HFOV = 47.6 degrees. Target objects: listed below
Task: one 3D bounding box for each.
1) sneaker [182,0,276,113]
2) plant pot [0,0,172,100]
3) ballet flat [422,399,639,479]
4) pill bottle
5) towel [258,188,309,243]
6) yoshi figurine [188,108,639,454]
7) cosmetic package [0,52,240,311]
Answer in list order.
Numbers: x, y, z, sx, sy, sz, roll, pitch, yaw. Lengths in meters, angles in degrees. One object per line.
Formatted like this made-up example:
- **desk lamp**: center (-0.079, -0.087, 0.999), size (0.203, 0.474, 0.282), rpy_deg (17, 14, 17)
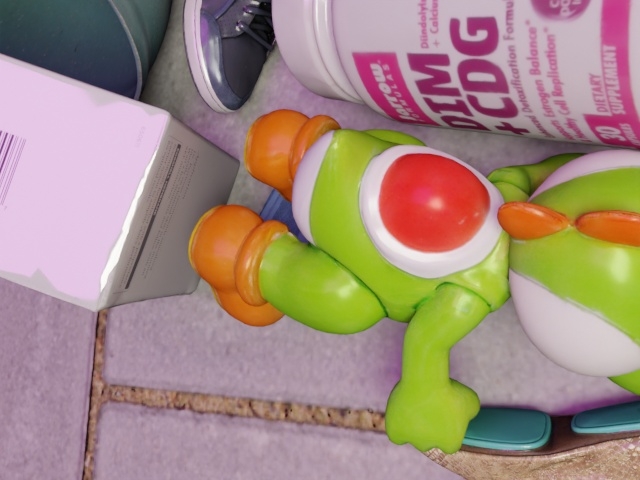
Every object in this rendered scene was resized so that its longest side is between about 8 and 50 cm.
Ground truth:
- **sneaker**: center (-0.022, -0.218, 0.605), size (0.163, 0.086, 0.226), rpy_deg (6, 83, 31)
- **plant pot**: center (-0.253, -0.271, 0.651), size (0.293, 0.293, 0.196), rpy_deg (5, 57, 29)
- **ballet flat**: center (0.156, 0.142, 0.463), size (0.206, 0.073, 0.067), rpy_deg (-10, 96, 30)
- **pill bottle**: center (0.110, -0.148, 0.458), size (0.283, 0.160, 0.160), rpy_deg (16, 89, 45)
- **towel**: center (0.000, 0.000, 0.589), size (0.119, 0.029, 0.067), rpy_deg (37, 99, 29)
- **yoshi figurine**: center (0.112, 0.020, 0.455), size (0.362, 0.203, 0.203), rpy_deg (11, 113, 34)
- **cosmetic package**: center (-0.205, -0.052, 0.559), size (0.224, 0.225, 0.138), rpy_deg (20, 89, 5)
